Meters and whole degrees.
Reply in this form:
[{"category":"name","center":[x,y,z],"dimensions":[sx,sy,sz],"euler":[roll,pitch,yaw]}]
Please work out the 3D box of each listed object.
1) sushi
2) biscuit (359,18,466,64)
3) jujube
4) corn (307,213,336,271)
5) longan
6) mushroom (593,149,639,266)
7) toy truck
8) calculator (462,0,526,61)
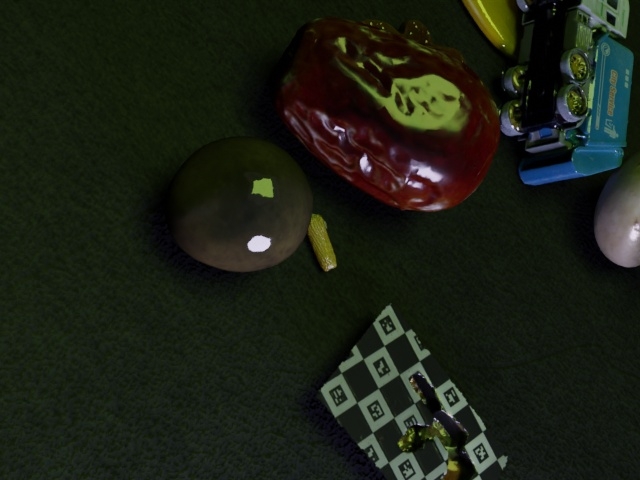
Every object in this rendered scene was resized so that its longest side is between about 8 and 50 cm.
[{"category":"sushi","center":[0.119,0.247,1.563],"dimensions":[0.279,0.043,0.192],"euler":[50,51,-10]},{"category":"biscuit","center":[0.123,-0.252,1.768],"dimensions":[0.236,0.039,0.180],"euler":[12,69,-32]},{"category":"jujube","center":[0.091,-0.175,1.610],"dimensions":[0.318,0.223,0.223],"euler":[27,57,-14]},{"category":"corn","center":[0.000,0.000,1.585],"dimensions":[0.028,0.027,0.083],"euler":[-18,85,-42]},{"category":"longan","center":[-0.099,-0.043,1.451],"dimensions":[0.187,0.167,0.167],"euler":[-13,80,-17]},{"category":"mushroom","center":[0.533,-0.044,1.879],"dimensions":[0.206,0.206,0.209],"euler":[10,22,-33]},{"category":"toy truck","center":[0.396,-0.265,1.889],"dimensions":[0.175,0.146,0.367],"euler":[20,73,-36]},{"category":"calculator","center":[0.294,-0.401,1.958],"dimensions":[0.146,0.032,0.235],"euler":[-39,99,-40]}]
